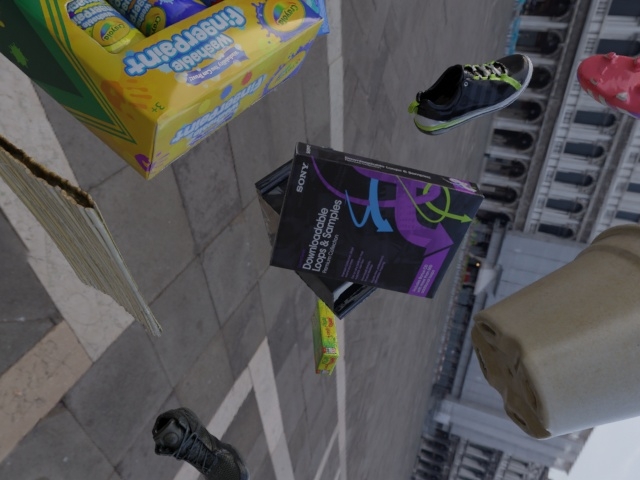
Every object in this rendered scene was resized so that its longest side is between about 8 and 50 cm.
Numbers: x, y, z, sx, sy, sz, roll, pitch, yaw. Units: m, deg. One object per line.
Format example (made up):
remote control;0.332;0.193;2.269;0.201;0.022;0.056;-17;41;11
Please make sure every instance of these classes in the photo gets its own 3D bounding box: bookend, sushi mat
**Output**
bookend;0.000;0.000;0.565;0.072;0.156;0.157;-37;156;-17
sushi mat;-0.255;0.012;0.474;0.019;0.152;0.316;-53;169;-29

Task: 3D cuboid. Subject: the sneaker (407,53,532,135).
sneaker;0.265;-0.268;0.764;0.235;0.084;0.097;-31;146;2

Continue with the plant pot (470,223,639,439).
plant pot;0.451;0.179;0.756;0.334;0.306;0.333;159;-90;-87

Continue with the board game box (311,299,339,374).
board game box;0.010;0.261;1.194;0.181;0.043;0.092;-96;-163;-47

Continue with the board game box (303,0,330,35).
board game box;-0.082;-0.563;1.052;0.210;0.047;0.160;-29;119;-33

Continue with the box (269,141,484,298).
box;0.044;-0.012;0.390;0.029;0.162;0.116;-87;-169;-58

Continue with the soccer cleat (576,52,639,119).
soccer cleat;0.513;-0.208;0.678;0.083;0.248;0.095;-60;163;-3

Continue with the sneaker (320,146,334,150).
sneaker;0.005;-0.153;0.868;0.076;0.065;0.166;-54;-169;21

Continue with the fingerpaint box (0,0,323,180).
fingerpaint box;-0.272;-0.384;0.777;0.444;0.371;0.163;-49;-178;-35

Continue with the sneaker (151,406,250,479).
sneaker;-0.246;0.416;0.863;0.087;0.228;0.130;-54;157;-6
